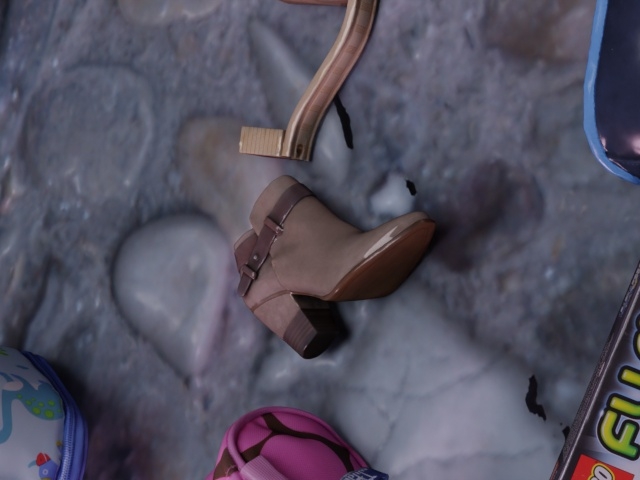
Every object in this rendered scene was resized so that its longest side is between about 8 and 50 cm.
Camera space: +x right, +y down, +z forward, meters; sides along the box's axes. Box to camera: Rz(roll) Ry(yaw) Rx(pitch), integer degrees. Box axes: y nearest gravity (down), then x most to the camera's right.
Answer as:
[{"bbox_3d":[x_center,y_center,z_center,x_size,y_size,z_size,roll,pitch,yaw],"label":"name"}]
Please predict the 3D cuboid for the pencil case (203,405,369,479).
[{"bbox_3d":[-0.066,0.177,0.915,0.209,0.098,0.095,-50,56,21],"label":"pencil case"}]

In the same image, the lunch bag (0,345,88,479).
[{"bbox_3d":[-0.207,0.171,1.007,0.176,0.090,0.219,25,97,66],"label":"lunch bag"}]

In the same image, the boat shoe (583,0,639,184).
[{"bbox_3d":[0.180,-0.151,0.780,0.089,0.109,0.258,10,106,33],"label":"boat shoe"}]

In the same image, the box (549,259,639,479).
[{"bbox_3d":[0.181,0.037,0.736,0.114,0.036,0.207,21,98,5],"label":"box"}]

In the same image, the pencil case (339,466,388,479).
[{"bbox_3d":[0.040,0.242,0.803,0.124,0.113,0.273,12,91,62],"label":"pencil case"}]

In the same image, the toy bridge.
[{"bbox_3d":[0.001,-0.135,0.959,0.063,0.026,0.188,8,88,38],"label":"toy bridge"}]

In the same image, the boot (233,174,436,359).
[{"bbox_3d":[0.000,0.000,0.927,0.118,0.042,0.087,-46,55,24],"label":"boot"}]
